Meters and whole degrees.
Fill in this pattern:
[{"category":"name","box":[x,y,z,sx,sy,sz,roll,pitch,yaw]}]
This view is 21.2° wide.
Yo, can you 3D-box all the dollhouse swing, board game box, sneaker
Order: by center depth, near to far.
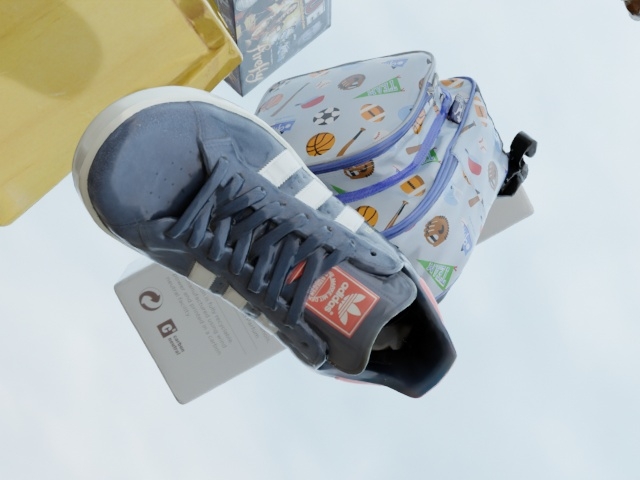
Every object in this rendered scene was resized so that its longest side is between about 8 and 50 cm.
[{"category":"sneaker","box":[-0.021,0.012,1.215,0.350,0.131,0.148,30,9,-43]},{"category":"dollhouse swing","box":[-0.297,-0.244,1.559,0.347,0.305,0.315,53,6,-38]},{"category":"board game box","box":[-0.057,-0.301,2.167,0.042,0.165,0.243,44,-17,18]}]

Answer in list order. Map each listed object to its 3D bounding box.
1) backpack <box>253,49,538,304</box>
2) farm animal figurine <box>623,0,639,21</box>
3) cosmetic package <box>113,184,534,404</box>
[{"category":"backpack","box":[0.042,-0.044,1.652,0.276,0.263,0.213,-14,-50,28]},{"category":"farm animal figurine","box":[0.383,-0.168,1.385,0.330,0.172,0.327,59,-40,10]},{"category":"cosmetic package","box":[0.000,0.000,1.987,0.161,0.453,0.230,61,1,-6]}]
